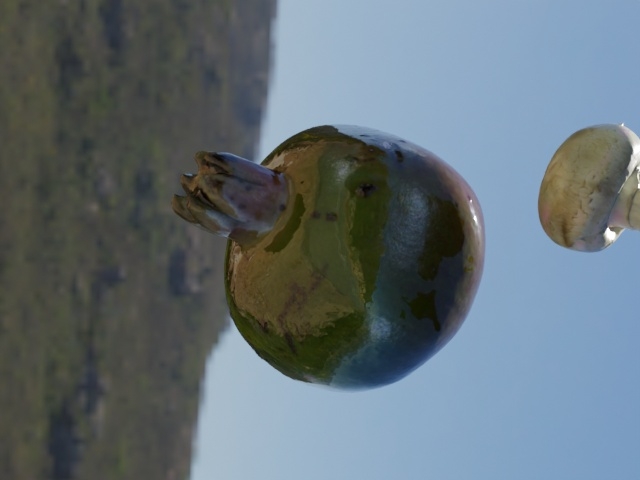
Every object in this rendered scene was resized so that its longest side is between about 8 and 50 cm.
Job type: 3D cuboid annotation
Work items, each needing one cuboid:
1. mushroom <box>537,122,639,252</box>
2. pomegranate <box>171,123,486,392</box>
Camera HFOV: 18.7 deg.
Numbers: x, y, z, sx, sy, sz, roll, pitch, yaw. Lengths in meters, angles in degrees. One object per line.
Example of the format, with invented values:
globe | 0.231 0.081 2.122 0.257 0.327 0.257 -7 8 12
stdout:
mushroom | 0.170 -0.030 1.171 0.083 0.067 0.083 -54 155 -40
pomegranate | 0.000 0.000 1.232 0.180 0.210 0.180 -44 -147 38
